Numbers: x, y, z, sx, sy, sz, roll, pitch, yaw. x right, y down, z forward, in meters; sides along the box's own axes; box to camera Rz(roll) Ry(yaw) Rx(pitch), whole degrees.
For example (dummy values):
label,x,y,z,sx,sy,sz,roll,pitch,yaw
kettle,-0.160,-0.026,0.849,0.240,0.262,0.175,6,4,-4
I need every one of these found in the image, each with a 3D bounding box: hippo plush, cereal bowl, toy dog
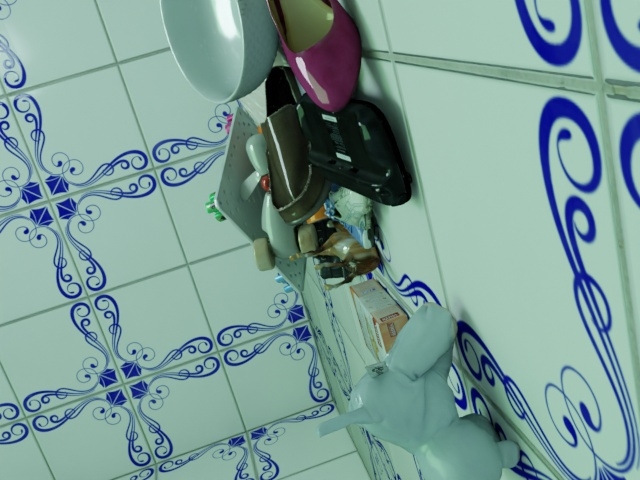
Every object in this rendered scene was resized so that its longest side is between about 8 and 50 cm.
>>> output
label,x,y,z,sx,sy,sz,roll,pitch,yaw
hippo plush,0.177,0.245,1.052,0.236,0.234,0.294,39,-179,12
cereal bowl,-0.186,-0.455,1.471,0.339,0.141,0.339,37,138,42
toy dog,-0.097,-0.092,1.809,0.161,0.220,0.334,-77,-5,-80

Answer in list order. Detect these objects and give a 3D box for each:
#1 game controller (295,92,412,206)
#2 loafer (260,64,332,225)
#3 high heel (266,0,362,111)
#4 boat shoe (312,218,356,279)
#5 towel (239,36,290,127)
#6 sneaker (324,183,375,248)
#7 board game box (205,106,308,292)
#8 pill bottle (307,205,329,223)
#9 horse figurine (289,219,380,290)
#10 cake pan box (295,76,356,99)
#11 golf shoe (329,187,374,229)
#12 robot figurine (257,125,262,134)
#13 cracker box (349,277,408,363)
label,x,y,z,sx,sy,sz,roll,pitch,yaw
game controller,0.046,-0.155,1.194,0.319,0.067,0.167,32,138,62
loafer,-0.070,-0.196,1.448,0.130,0.133,0.366,27,-134,-41
high heel,-0.052,-0.375,1.101,0.181,0.127,0.377,17,-130,-58
boat shoe,0.001,0.004,1.916,0.340,0.113,0.127,-118,12,-52
towel,-0.175,-0.446,1.708,0.332,0.053,0.317,55,155,-6
sneaker,0.053,-0.057,1.501,0.080,0.081,0.211,82,166,-47
board game box,-0.154,-0.107,1.994,0.390,0.050,0.390,49,-148,-37
pill bottle,-0.026,-0.163,1.637,0.130,0.130,0.246,160,92,-83
horse figurine,0.049,0.028,1.543,0.263,0.174,0.066,33,139,58
cake pan box,-0.011,-0.346,1.333,0.246,0.070,0.267,97,154,-69
golf shoe,0.056,-0.077,1.355,0.176,0.086,0.069,89,-167,-60
robot figurine,-0.100,-0.258,1.953,0.128,0.158,0.219,45,147,48
cracker box,0.136,0.193,1.554,0.232,0.067,0.156,-130,23,-70
